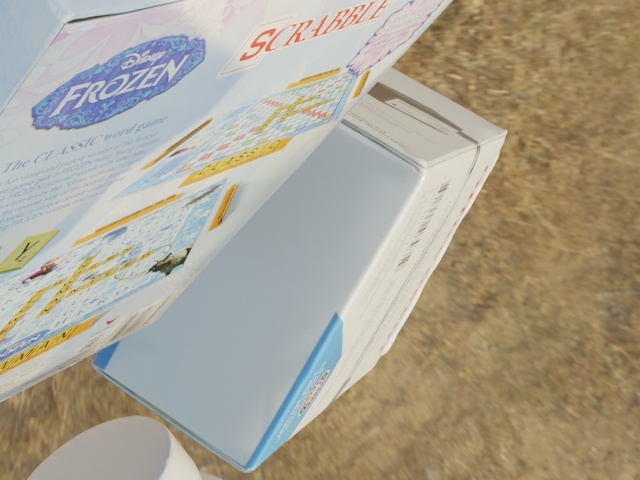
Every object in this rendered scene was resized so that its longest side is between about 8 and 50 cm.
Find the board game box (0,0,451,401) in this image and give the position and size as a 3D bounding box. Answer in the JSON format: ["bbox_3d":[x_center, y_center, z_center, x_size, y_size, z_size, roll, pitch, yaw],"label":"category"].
[{"bbox_3d":[-0.097,-0.030,0.624,0.066,0.319,0.318,50,123,8],"label":"board game box"}]

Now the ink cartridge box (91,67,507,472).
[{"bbox_3d":[0.000,0.000,1.055,0.129,0.307,0.223,32,105,10],"label":"ink cartridge box"}]

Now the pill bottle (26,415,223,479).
[{"bbox_3d":[-0.096,0.271,1.119,0.161,0.161,0.283,-34,118,-4],"label":"pill bottle"}]
